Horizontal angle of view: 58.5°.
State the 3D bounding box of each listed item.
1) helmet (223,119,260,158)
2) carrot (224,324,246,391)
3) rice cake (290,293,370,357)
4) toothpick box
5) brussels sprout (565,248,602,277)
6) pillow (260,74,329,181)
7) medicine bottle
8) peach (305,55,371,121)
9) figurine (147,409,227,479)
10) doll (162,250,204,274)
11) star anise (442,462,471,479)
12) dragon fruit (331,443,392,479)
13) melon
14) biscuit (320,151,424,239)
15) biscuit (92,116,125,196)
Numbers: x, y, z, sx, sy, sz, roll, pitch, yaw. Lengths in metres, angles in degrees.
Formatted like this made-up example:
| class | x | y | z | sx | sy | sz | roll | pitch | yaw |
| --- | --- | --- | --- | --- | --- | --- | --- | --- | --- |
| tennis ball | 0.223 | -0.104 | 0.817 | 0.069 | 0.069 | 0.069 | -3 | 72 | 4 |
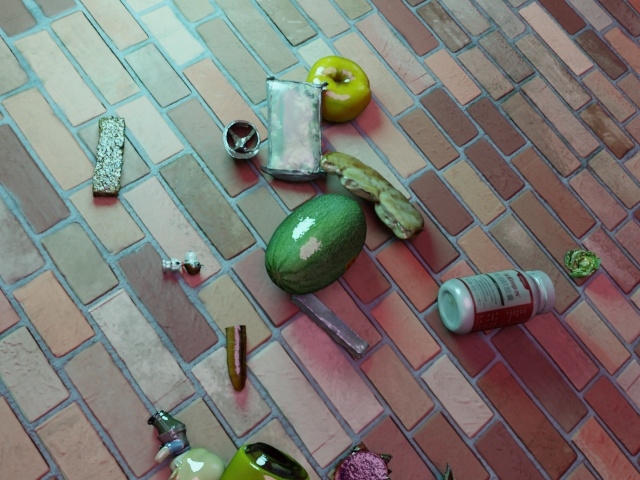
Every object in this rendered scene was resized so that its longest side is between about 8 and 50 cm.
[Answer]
| class | x | y | z | sx | sy | sz | roll | pitch | yaw |
| --- | --- | --- | --- | --- | --- | --- | --- | --- | --- |
| helmet | -0.193 | -0.229 | 1.378 | 0.089 | 0.057 | 0.111 | 2 | 65 | -15 |
| carrot | -0.179 | 0.249 | 1.212 | 0.048 | 0.048 | 0.139 | 0 | 71 | -13 |
| rice cake | 0.021 | 0.184 | 1.287 | 0.211 | 0.034 | 0.043 | 42 | 58 | 5 |
| toothpick box | -0.128 | 0.506 | 1.019 | 0.175 | 0.175 | 0.271 | 24 | 88 | -3 |
| brussels sprout | 0.673 | 0.056 | 1.473 | 0.085 | 0.058 | 0.085 | -3 | 80 | 20 |
| pillow | -0.060 | -0.270 | 1.393 | 0.169 | 0.059 | 0.255 | 2 | 88 | -2 |
| medicine bottle | 0.411 | 0.139 | 1.340 | 0.250 | 0.131 | 0.131 | -8 | 72 | -15 |
| peach | 0.046 | -0.390 | 1.469 | 0.179 | 0.103 | 0.179 | 2 | 71 | -7 |
| figurine | -0.266 | 0.418 | 1.100 | 0.108 | 0.114 | 0.196 | -40 | 75 | -22 |
| doll | -0.304 | 0.055 | 1.259 | 0.085 | 0.040 | 0.058 | -20 | 63 | -23 |
| star anise | 0.277 | 0.551 | 1.201 | 0.129 | 0.056 | 0.124 | 42 | 92 | 0 |
| dragon fruit | 0.083 | 0.483 | 1.178 | 0.112 | 0.068 | 0.126 | 21 | 79 | 7 |
| melon | 0.000 | 0.000 | 1.271 | 0.182 | 0.182 | 0.287 | 44 | 63 | 5 |
| biscuit | 0.131 | -0.116 | 1.381 | 0.299 | 0.045 | 0.154 | 42 | 32 | -2 |
| biscuit | -0.484 | -0.194 | 1.312 | 0.064 | 0.034 | 0.199 | 2 | 70 | -13 |
